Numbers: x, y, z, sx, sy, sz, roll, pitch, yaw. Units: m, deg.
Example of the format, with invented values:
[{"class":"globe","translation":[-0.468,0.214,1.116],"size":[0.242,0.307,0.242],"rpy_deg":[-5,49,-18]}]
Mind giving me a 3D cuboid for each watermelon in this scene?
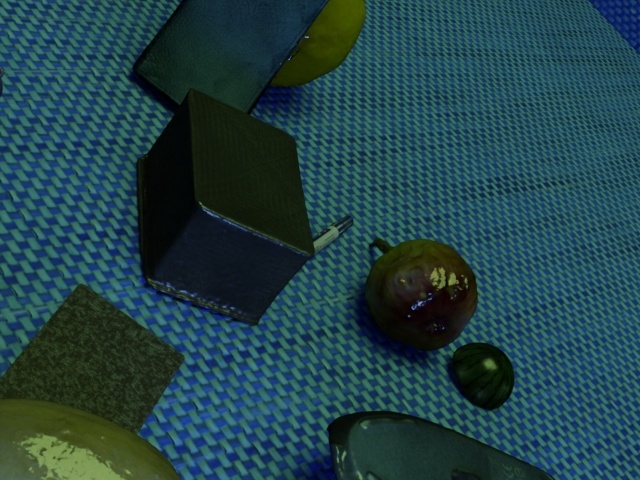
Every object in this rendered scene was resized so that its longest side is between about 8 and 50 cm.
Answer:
[{"class":"watermelon","translation":[0.246,0.190,1.832],"size":[0.105,0.062,0.105],"rpy_deg":[27,38,-24]}]

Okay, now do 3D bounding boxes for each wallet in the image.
[{"class":"wallet","translation":[-0.105,-0.349,1.883],"size":[0.191,0.379,0.046],"rpy_deg":[37,2,2]}]

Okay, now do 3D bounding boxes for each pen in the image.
[{"class":"pen","translation":[0.000,0.000,1.852],"size":[0.025,0.025,0.204],"rpy_deg":[43,31,6]}]

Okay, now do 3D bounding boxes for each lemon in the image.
[{"class":"lemon","translation":[-0.060,-0.385,2.044],"size":[0.293,0.293,0.293],"rpy_deg":[27,34,-20]}]

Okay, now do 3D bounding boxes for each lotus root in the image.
[{"class":"lotus root","translation":[-0.230,0.239,1.207],"size":[0.303,0.131,0.146],"rpy_deg":[30,34,-15]}]

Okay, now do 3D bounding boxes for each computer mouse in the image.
[{"class":"computer mouse","translation":[0.148,0.324,1.513],"size":[0.374,0.114,0.203],"rpy_deg":[23,37,-23]}]

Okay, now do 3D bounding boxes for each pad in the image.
[{"class":"pad","translation":[-0.255,0.151,1.414],"size":[0.158,0.003,0.235],"rpy_deg":[36,31,-5]}]

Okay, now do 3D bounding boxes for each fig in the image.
[{"class":"fig","translation":[0.127,0.055,1.834],"size":[0.159,0.159,0.257],"rpy_deg":[20,16,-29]}]

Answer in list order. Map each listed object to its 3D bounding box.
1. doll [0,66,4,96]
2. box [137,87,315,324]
[{"class":"doll","translation":[-0.464,-0.173,1.554],"size":[0.110,0.067,0.206],"rpy_deg":[51,42,-7]},{"class":"box","translation":[-0.131,-0.049,1.666],"size":[0.184,0.143,0.273],"rpy_deg":[22,34,-26]}]
